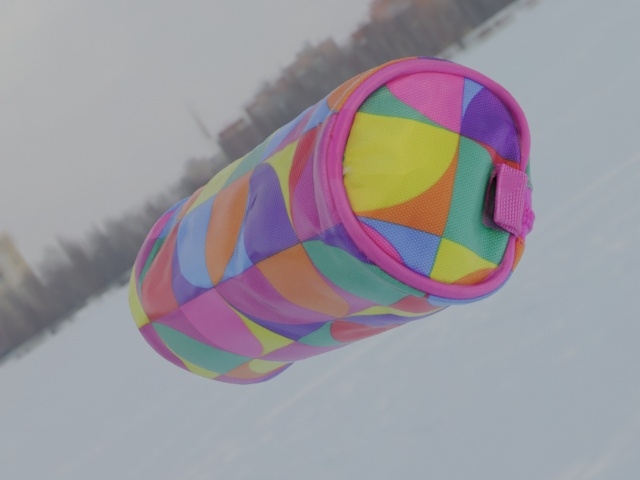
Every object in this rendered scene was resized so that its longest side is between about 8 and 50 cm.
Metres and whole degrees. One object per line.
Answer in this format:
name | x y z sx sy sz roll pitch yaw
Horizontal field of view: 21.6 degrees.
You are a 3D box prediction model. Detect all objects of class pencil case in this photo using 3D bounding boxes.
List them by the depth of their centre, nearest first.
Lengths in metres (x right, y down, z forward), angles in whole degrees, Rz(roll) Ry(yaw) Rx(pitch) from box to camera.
pencil case | 0.000 0.000 0.710 0.104 0.104 0.236 -36 4 -26
